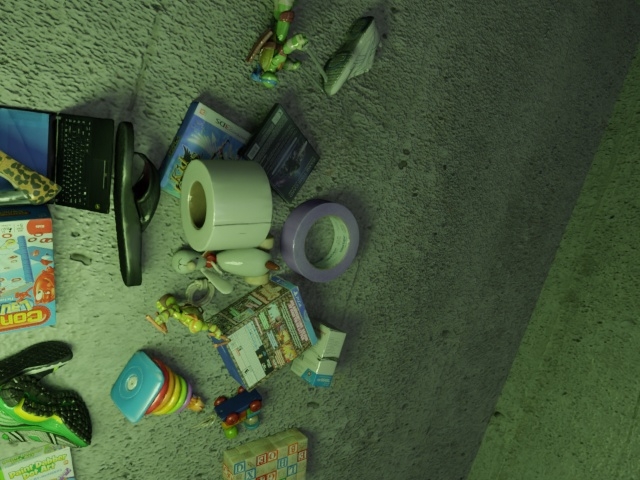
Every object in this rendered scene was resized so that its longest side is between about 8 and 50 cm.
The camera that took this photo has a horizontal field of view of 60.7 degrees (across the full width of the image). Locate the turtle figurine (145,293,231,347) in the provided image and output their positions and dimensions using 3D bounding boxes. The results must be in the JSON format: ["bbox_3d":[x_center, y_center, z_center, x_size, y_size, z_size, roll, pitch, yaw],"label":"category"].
[{"bbox_3d":[-0.392,0.213,1.559,0.269,0.217,0.087,22,88,-37],"label":"turtle figurine"}]

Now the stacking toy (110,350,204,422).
[{"bbox_3d":[-0.451,0.462,1.640,0.166,0.175,0.302,-57,138,-6],"label":"stacking toy"}]

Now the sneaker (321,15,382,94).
[{"bbox_3d":[0.115,-0.588,1.790,0.297,0.111,0.129,-56,132,-10],"label":"sneaker"}]

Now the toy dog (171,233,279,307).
[{"bbox_3d":[-0.259,0.076,1.655,0.333,0.161,0.220,-26,115,-28],"label":"toy dog"}]

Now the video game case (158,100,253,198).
[{"bbox_3d":[-0.320,-0.225,1.597,0.244,0.061,0.270,27,86,-36],"label":"video game case"}]

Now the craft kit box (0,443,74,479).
[{"bbox_3d":[-0.804,0.702,1.495,0.249,0.061,0.247,-12,106,-33],"label":"craft kit box"}]

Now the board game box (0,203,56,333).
[{"bbox_3d":[-0.793,0.079,1.275,0.308,0.086,0.302,-8,121,-34],"label":"board game box"}]

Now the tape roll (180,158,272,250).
[{"bbox_3d":[-0.259,-0.096,1.484,0.169,0.246,0.247,-4,104,-35],"label":"tape roll"}]

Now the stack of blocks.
[{"bbox_3d":[-0.194,0.797,1.934,0.297,0.087,0.171,-5,105,-35],"label":"stack of blocks"}]

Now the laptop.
[{"bbox_3d":[-0.652,-0.192,1.318,0.136,0.264,0.235,-23,121,-70],"label":"laptop"}]

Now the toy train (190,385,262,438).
[{"bbox_3d":[-0.308,0.599,1.803,0.247,0.105,0.144,-23,128,-29],"label":"toy train"}]

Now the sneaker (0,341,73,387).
[{"bbox_3d":[-0.769,0.345,1.428,0.234,0.084,0.097,-19,137,-30],"label":"sneaker"}]

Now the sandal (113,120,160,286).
[{"bbox_3d":[-0.486,-0.096,1.454,0.106,0.167,0.446,-7,115,-28],"label":"sandal"}]

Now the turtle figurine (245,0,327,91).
[{"bbox_3d":[-0.069,-0.578,1.607,0.197,0.274,0.267,-13,109,-69],"label":"turtle figurine"}]

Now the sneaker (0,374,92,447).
[{"bbox_3d":[-0.734,0.467,1.434,0.146,0.134,0.344,-30,137,3],"label":"sneaker"}]

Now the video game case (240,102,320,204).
[{"bbox_3d":[-0.117,-0.264,1.707,0.196,0.026,0.274,-58,142,-12],"label":"video game case"}]

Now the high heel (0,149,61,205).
[{"bbox_3d":[-0.717,-0.210,1.272,0.186,0.093,0.262,-8,94,-23],"label":"high heel"}]

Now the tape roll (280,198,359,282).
[{"bbox_3d":[0.000,0.000,1.867,0.274,0.090,0.275,-9,106,-33],"label":"tape roll"}]

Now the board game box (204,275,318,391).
[{"bbox_3d":[-0.187,0.296,1.776,0.290,0.141,0.232,-32,118,-25],"label":"board game box"}]

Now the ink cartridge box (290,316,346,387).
[{"bbox_3d":[-0.008,0.391,1.924,0.085,0.148,0.203,18,92,-36],"label":"ink cartridge box"}]
